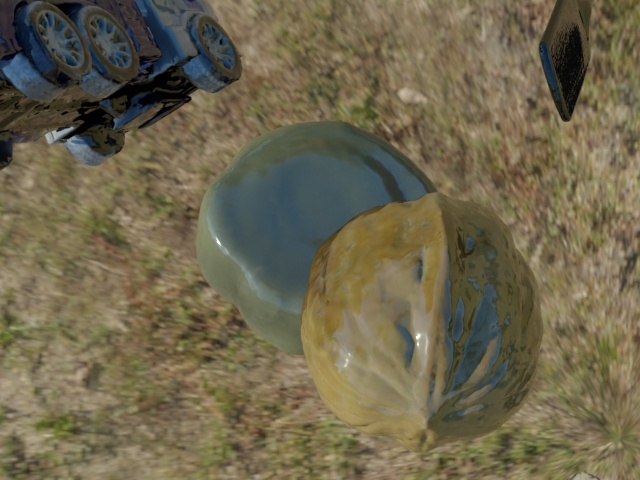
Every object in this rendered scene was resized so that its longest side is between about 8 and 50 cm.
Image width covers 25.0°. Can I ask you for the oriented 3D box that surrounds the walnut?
[{"bbox_3d":[0.092,0.075,1.311,0.225,0.261,0.225,0,126,0],"label":"walnut"}]

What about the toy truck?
[{"bbox_3d":[-0.163,-0.128,0.803,0.124,0.268,0.155,-29,85,23],"label":"toy truck"}]

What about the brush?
[{"bbox_3d":[0.180,-0.157,1.015,0.016,0.193,0.063,-5,125,27],"label":"brush"}]

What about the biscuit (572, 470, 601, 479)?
[{"bbox_3d":[0.257,0.254,0.975,0.133,0.250,0.032,32,105,-23],"label":"biscuit"}]

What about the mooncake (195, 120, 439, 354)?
[{"bbox_3d":[0.000,0.000,1.572,0.275,0.135,0.275,8,54,-10],"label":"mooncake"}]
